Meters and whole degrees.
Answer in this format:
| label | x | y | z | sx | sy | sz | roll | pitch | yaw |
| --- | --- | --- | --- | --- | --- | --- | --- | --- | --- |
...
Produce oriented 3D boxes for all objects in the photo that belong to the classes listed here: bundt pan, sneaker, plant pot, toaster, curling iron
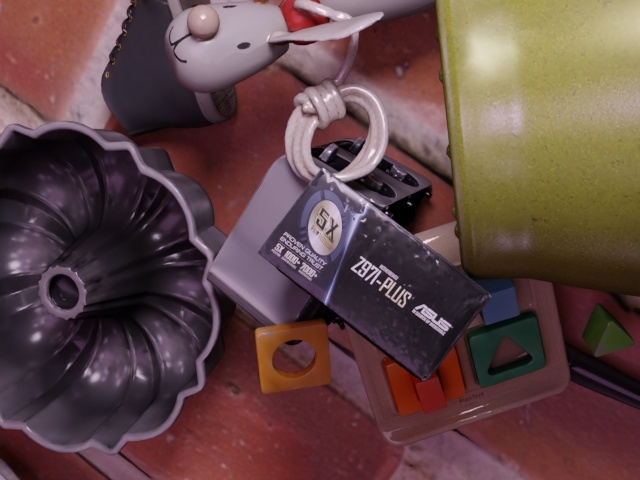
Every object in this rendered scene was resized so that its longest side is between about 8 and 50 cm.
| label | x | y | z | sx | sy | sz | roll | pitch | yaw |
| --- | --- | --- | --- | --- | --- | --- | --- | --- | --- |
| bundt pan | -0.224 | 0.036 | 1.244 | 0.331 | 0.124 | 0.331 | 5 | 104 | 20 |
| sneaker | -0.168 | -0.208 | 1.192 | 0.118 | 0.083 | 0.222 | -11 | 99 | 22 |
| plant pot | 0.259 | -0.106 | 0.867 | 0.353 | 0.366 | 0.366 | -5 | 100 | 6 |
| toaster | 0.000 | 0.000 | 1.137 | 0.110 | 0.168 | 0.186 | 36 | 110 | 12 |
| curling iron | 0.212 | 0.119 | 1.153 | 0.274 | 0.035 | 0.068 | 18 | 89 | 14 |

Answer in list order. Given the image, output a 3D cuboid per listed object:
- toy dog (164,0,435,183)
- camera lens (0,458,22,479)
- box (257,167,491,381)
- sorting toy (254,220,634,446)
| label | x | y | z | sx | sy | sz | roll | pitch | yaw |
| --- | --- | --- | --- | --- | --- | --- | --- | --- | --- |
| toy dog | 0.037 | -0.224 | 1.004 | 0.220 | 0.161 | 0.333 | 42 | 80 | 17 |
| camera lens | -0.439 | 0.344 | 1.309 | 0.219 | 0.274 | 0.219 | 4 | 103 | 19 |
| box | 0.040 | 0.030 | 0.936 | 0.147 | 0.180 | 0.077 | 37 | 87 | 6 |
| sorting toy | 0.117 | 0.082 | 1.070 | 0.347 | 0.047 | 0.196 | -19 | 120 | -1 |
